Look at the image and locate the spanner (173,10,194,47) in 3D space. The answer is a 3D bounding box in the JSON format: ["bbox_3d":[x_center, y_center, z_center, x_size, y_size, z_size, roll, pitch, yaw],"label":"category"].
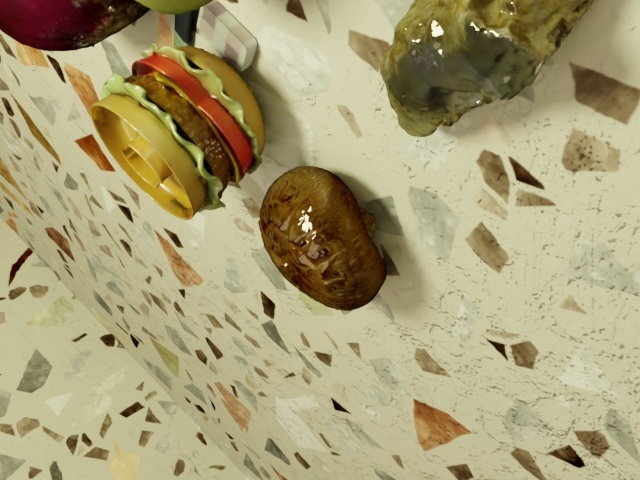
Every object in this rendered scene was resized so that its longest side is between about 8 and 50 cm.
[{"bbox_3d":[-0.249,-0.317,1.277,0.087,0.024,0.316,48,150,16],"label":"spanner"}]

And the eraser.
[{"bbox_3d":[-0.146,-0.317,1.134,0.105,0.026,0.065,46,152,8],"label":"eraser"}]

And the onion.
[{"bbox_3d":[-0.422,-0.446,1.145,0.337,0.260,0.282,-11,109,57],"label":"onion"}]

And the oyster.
[{"bbox_3d":[0.161,-0.204,0.766,0.341,0.110,0.166,-9,117,55],"label":"oyster"}]

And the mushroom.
[{"bbox_3d":[0.000,0.000,1.170,0.253,0.153,0.253,45,156,26],"label":"mushroom"}]

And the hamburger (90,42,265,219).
[{"bbox_3d":[-0.211,-0.185,1.175,0.274,0.212,0.274,38,158,18],"label":"hamburger"}]

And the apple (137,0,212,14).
[{"bbox_3d":[-0.182,-0.414,0.853,0.279,0.279,0.279,33,145,27],"label":"apple"}]
